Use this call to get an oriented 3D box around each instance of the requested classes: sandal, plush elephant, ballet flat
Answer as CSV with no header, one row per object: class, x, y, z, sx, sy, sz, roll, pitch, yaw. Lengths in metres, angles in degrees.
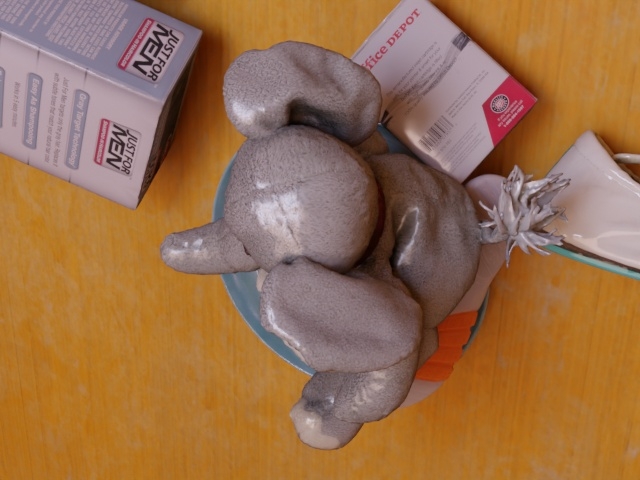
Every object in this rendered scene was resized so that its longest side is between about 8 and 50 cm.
sandal,0.107,0.047,0.946,0.101,0.076,0.265,25,107,-20
plush elephant,0.000,0.000,0.791,0.330,0.255,0.272,-29,56,41
ballet flat,0.374,0.014,0.822,0.400,0.139,0.139,24,121,16

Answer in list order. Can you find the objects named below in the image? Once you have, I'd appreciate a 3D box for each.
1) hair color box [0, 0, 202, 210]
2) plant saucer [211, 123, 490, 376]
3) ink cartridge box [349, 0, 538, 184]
hair color box,-0.325,-0.192,0.992,0.374,0.114,0.185,24,143,-4
plant saucer,0.031,0.013,1.037,0.317,0.043,0.318,11,116,23
ink cartridge box,0.105,-0.136,0.897,0.150,0.063,0.109,43,98,4
